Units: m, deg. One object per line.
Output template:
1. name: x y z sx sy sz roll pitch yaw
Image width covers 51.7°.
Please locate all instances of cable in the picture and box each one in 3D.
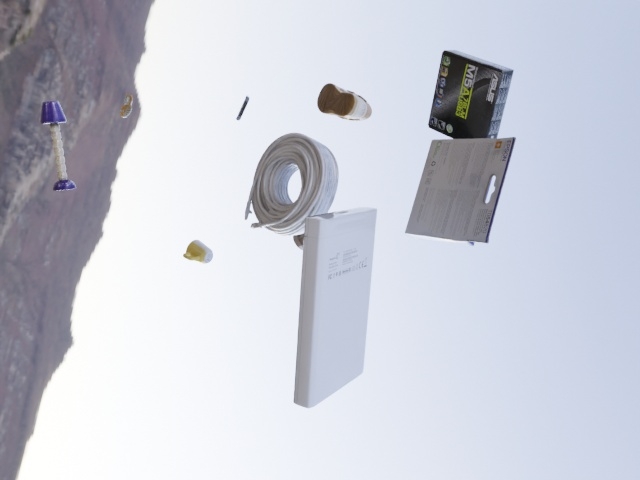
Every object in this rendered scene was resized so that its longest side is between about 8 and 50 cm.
1. cable: -0.066 -0.137 1.646 0.257 0.089 0.257 11 -91 43

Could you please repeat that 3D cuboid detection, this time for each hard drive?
1. hard drive: 0.032 0.120 1.289 0.047 0.233 0.353 9 -78 29

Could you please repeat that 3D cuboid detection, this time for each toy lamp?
1. toy lamp: -0.823 -0.295 2.065 0.080 0.080 0.274 -164 -114 -66

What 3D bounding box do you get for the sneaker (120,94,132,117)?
1. sneaker: -0.603 -0.413 2.060 0.037 0.032 0.083 131 -28 -60

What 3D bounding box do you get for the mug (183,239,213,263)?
1. mug: -0.345 0.042 1.883 0.064 0.062 0.078 25 -121 32

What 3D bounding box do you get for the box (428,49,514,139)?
1. box: 0.339 -0.321 1.515 0.184 0.045 0.190 40 -48 44

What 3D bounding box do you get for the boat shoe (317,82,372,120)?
1. boat shoe: 0.046 -0.266 1.300 0.063 0.059 0.170 -65 -150 13

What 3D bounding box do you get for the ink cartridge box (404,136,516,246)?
1. ink cartridge box: 0.292 -0.101 1.352 0.224 0.045 0.223 10 -99 52

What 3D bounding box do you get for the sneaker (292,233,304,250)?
1. sneaker: 0.000 0.000 1.802 0.071 0.188 0.066 -30 -105 22

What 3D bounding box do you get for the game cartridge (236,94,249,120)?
1. game cartridge: -0.251 -0.429 2.136 0.083 0.017 0.056 -62 -162 14
